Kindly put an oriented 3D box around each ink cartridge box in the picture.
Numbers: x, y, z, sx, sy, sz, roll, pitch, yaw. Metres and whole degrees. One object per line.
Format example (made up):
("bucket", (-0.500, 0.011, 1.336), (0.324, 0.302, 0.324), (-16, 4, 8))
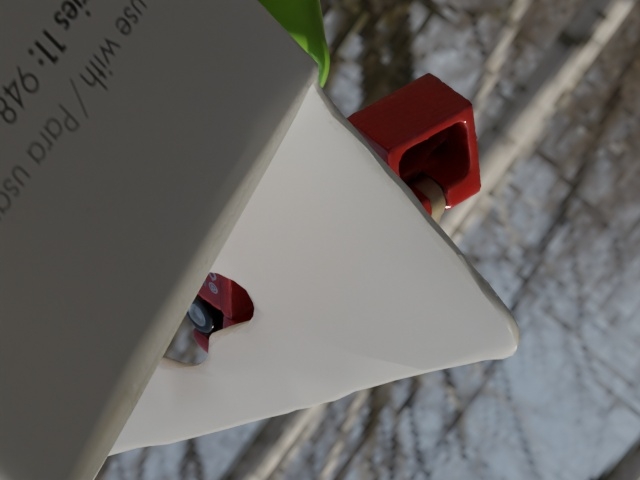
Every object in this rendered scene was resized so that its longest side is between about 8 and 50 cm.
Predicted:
("ink cartridge box", (-0.150, -0.036, 0.380), (0.353, 0.207, 0.119), (45, -129, -22))

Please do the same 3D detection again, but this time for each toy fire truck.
("toy fire truck", (0.000, 0.000, 0.827), (0.047, 0.192, 0.135), (-31, -130, -31))

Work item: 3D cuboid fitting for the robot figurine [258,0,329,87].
("robot figurine", (-0.033, -0.092, 0.796), (0.067, 0.101, 0.115), (13, -129, -32))
